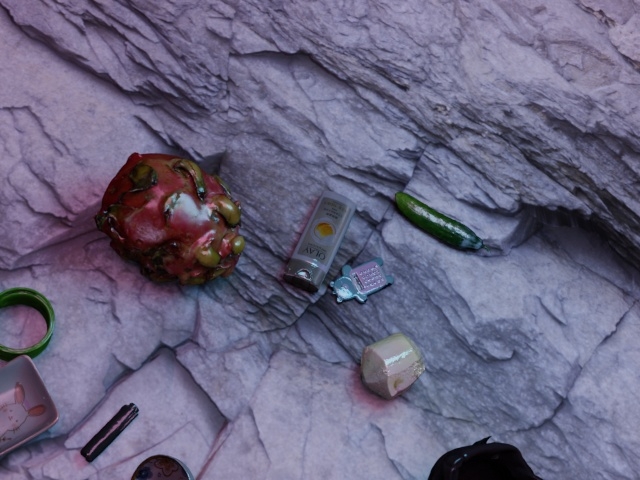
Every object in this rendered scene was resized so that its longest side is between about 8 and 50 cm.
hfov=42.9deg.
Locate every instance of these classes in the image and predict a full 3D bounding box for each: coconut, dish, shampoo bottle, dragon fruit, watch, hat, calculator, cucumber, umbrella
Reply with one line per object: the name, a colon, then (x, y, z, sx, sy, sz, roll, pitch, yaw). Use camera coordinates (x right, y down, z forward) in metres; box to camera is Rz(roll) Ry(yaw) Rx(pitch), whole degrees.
coconut: (0.135, 0.253, 1.624, 0.122, 0.116, 0.116, -27, 71, -20)
dish: (-0.594, 0.323, 1.474, 0.212, 0.077, 0.151, -27, 70, -22)
shampoo bottle: (0.000, 0.000, 1.760, 0.086, 0.056, 0.227, 24, 62, 3)
dragon fruit: (-0.281, -0.040, 1.621, 0.291, 0.269, 0.250, 32, 72, 10)
watch: (-0.581, 0.140, 1.549, 0.152, 0.131, 0.165, 14, 61, -15)
hat: (0.319, 0.502, 1.528, 0.336, 0.209, 0.238, 34, 81, -12)
calculator: (0.086, 0.088, 1.753, 0.141, 0.019, 0.094, -22, 72, -20)
dish: (-0.269, 0.458, 1.476, 0.141, 0.078, 0.141, -5, 77, 25)
cucumber: (0.270, -0.033, 1.828, 0.250, 0.056, 0.056, 30, 62, 8)
umbrella: (-0.393, 0.356, 1.521, 0.036, 0.031, 0.133, 40, 63, 9)
